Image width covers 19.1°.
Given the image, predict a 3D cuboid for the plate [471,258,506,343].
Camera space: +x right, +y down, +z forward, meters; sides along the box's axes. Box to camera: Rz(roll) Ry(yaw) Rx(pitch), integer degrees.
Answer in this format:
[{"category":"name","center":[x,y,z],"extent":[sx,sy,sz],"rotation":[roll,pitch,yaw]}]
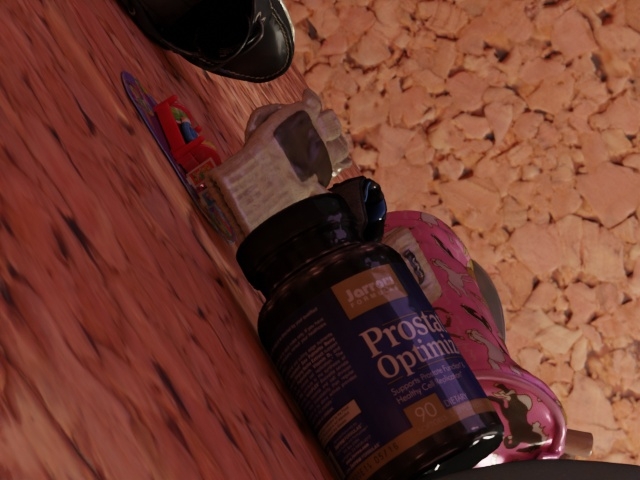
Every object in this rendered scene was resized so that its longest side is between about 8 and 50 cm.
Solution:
[{"category":"plate","center":[0.129,0.106,2.057],"extent":[0.024,0.188,0.188],"rotation":[5,41,-36]}]

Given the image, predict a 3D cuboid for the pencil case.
[{"category":"pencil case","center":[0.112,0.105,1.842],"extent":[0.386,0.160,0.167],"rotation":[-115,-166,-62]}]

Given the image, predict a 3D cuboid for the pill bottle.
[{"category":"pill bottle","center":[0.030,0.080,1.388],"extent":[0.219,0.123,0.123],"rotation":[59,5,17]}]

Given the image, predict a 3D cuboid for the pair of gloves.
[{"category":"pair of gloves","center":[0.000,0.000,1.586],"extent":[0.240,0.042,0.204],"rotation":[57,35,-15]}]

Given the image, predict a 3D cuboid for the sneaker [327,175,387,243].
[{"category":"sneaker","center":[-0.003,-0.030,1.757],"extent":[0.079,0.121,0.217],"rotation":[55,5,-37]}]

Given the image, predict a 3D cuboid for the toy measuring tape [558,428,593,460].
[{"category":"toy measuring tape","center":[0.217,0.268,1.891],"extent":[0.121,0.121,0.330],"rotation":[58,-11,12]}]

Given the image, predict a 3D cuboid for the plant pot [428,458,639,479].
[{"category":"plant pot","center":[0.172,0.257,1.258],"extent":[0.290,0.195,0.290],"rotation":[56,5,-8]}]

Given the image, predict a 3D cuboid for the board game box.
[{"category":"board game box","center":[-0.104,-0.077,1.578],"extent":[0.169,0.033,0.133],"rotation":[58,5,6]}]

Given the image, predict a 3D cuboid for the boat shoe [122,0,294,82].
[{"category":"boat shoe","center":[-0.114,-0.228,1.885],"extent":[0.340,0.127,0.113],"rotation":[48,12,-53]}]
